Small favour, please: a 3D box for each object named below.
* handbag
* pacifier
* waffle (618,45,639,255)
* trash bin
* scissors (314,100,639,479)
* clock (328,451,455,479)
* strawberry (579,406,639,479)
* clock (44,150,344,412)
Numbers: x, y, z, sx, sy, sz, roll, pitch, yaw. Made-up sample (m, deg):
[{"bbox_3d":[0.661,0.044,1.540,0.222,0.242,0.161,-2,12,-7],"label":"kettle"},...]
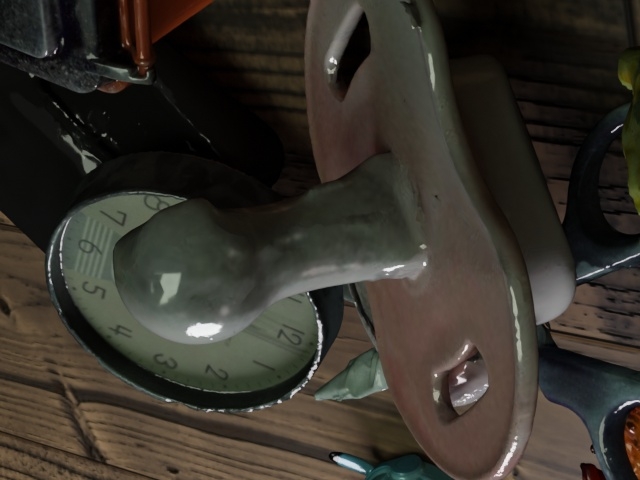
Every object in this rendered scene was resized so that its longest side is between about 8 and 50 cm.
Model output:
[{"bbox_3d":[-0.162,-0.077,1.222,0.275,0.088,0.244,45,137,11],"label":"handbag"},{"bbox_3d":[0.031,-0.012,0.969,0.220,0.273,0.332,-28,71,34],"label":"pacifier"},{"bbox_3d":[0.220,-0.089,0.788,0.054,0.204,0.223,27,136,-23],"label":"waffle"},{"bbox_3d":[-0.103,-0.200,0.961,0.184,0.239,0.161,24,130,31],"label":"trash bin"},{"bbox_3d":[0.108,0.051,1.069,0.383,0.029,0.256,-4,92,52],"label":"scissors"},{"bbox_3d":[0.067,0.213,1.257,0.147,0.045,0.108,32,135,21],"label":"clock"},{"bbox_3d":[0.236,0.147,1.010,0.145,0.086,0.145,6,98,50],"label":"strawberry"},{"bbox_3d":[-0.091,0.035,1.157,0.215,0.042,0.215,11,133,13],"label":"clock"}]
